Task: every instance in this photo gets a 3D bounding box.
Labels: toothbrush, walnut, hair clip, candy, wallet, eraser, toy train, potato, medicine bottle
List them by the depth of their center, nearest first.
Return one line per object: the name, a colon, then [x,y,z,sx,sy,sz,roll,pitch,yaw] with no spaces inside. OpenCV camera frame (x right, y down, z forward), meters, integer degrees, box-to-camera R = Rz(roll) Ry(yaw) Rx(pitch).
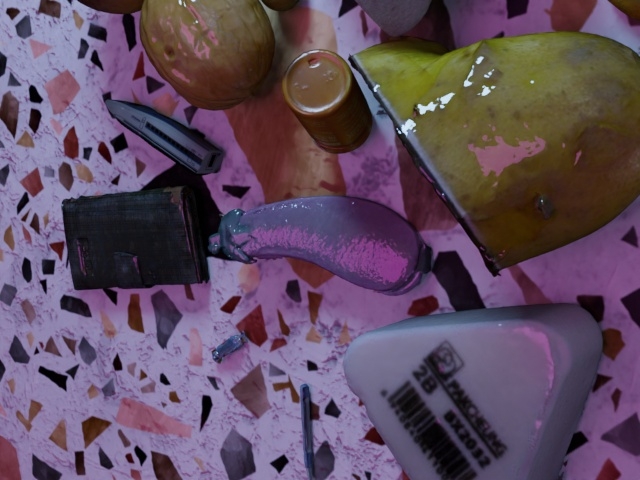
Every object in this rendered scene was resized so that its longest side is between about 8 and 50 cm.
potato: [0.250,-0.152,1.427,0.296,0.290,0.397,-32,34,8]
eraser: [0.184,0.206,1.548,0.331,0.150,0.331,7,101,38]
medicine bottle: [0.012,-0.186,1.572,0.096,0.192,0.096,-2,80,9]
hair clip: [0.000,-0.002,1.704,0.359,0.110,0.095,5,141,33]
walnut: [-0.164,-0.300,1.708,0.195,0.195,0.221,-41,80,34]
toothbrush: [-0.021,0.331,1.809,0.019,0.016,0.219,7,103,45]
candy: [-0.147,0.174,1.874,0.083,0.020,0.030,-31,79,35]
toy train: [-0.263,-0.185,1.880,0.252,0.055,0.048,34,117,27]
wallet: [-0.322,0.000,1.963,0.317,0.044,0.168,-3,97,38]

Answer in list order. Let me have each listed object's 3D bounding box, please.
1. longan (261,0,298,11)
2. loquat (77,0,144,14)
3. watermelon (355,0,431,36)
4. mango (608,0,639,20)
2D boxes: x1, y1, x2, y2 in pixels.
longan: [-0.059,-0.370,1.677,0.075,0.083,0.075,0,93,-6]
loquat: [-0.305,-0.456,1.774,0.238,0.193,0.238,-7,78,34]
watermelon: [0.088,-0.388,1.461,0.387,0.228,0.258,9,94,41]
mango: [0.378,-0.304,1.374,0.114,0.057,0.078,30,119,39]
